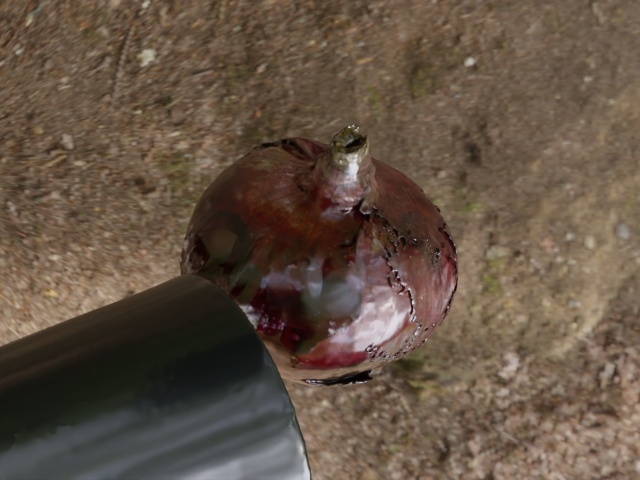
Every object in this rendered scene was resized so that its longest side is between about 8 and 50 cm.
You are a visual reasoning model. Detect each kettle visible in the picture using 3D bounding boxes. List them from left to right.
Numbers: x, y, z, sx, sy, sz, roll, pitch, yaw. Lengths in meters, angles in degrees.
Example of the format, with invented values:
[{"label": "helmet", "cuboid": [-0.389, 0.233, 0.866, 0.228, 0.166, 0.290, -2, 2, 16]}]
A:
[{"label": "kettle", "cuboid": [-0.172, 0.189, 0.720, 0.308, 0.203, 0.262, -19, 78, -29]}]

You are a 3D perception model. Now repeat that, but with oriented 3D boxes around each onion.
[{"label": "onion", "cuboid": [0.000, 0.000, 1.005, 0.252, 0.252, 0.219, -5, 126, -21]}]
